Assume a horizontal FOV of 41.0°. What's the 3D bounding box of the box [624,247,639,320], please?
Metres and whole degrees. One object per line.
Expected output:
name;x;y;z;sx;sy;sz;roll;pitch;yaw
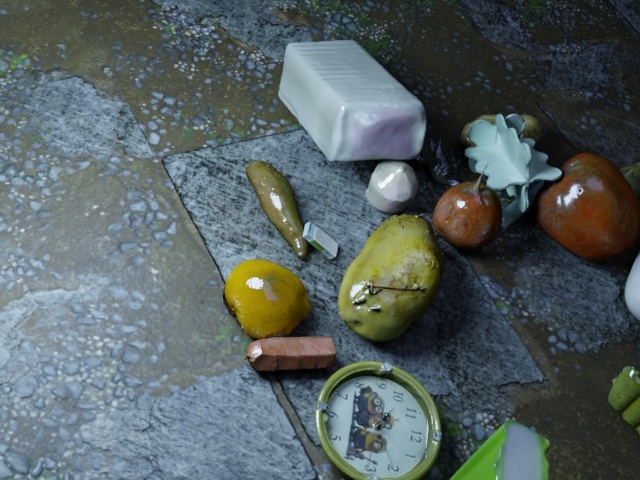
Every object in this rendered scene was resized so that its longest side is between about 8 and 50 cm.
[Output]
box;0.829;0.090;1.869;0.289;0.141;0.349;32;51;8

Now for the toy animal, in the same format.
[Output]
toy animal;0.266;-0.167;1.931;0.105;0.070;0.202;-45;81;7

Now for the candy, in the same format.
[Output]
candy;0.063;-0.306;1.864;0.208;0.145;0.358;-6;36;-22

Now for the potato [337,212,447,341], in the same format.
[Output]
potato;0.150;0.065;1.669;0.173;0.140;0.300;27;51;12

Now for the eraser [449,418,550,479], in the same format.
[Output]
eraser;0.264;0.427;1.346;0.092;0.274;0.210;19;50;-2

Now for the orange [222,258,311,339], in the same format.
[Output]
orange;-0.100;0.102;1.588;0.170;0.112;0.160;7;52;2

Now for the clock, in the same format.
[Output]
clock;0.098;0.328;1.509;0.237;0.057;0.237;8;54;-11

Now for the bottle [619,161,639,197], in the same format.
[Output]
bottle;0.747;-0.145;2.058;0.083;0.083;0.270;43;52;16

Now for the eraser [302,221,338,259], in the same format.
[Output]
eraser;0.000;0.000;1.722;0.083;0.019;0.038;39;44;-28

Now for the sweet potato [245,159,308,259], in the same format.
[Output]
sweet potato;-0.078;-0.072;1.743;0.077;0.077;0.243;-16;59;-28

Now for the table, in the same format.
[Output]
table;0.421;-0.172;1.885;0.167;0.166;0.198;4;31;-15

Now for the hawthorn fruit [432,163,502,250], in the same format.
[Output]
hawthorn fruit;0.307;-0.058;1.798;0.149;0.189;0.149;-6;63;12

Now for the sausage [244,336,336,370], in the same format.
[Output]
sausage;-0.061;0.206;1.547;0.169;0.065;0.065;1;54;-18

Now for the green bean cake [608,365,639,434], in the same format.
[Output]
green bean cake;0.706;0.306;1.677;0.236;0.124;0.233;-27;67;-32

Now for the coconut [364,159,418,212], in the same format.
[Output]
coconut;0.151;-0.121;1.820;0.110;0.124;0.110;9;54;-13

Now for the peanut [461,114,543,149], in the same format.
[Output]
peanut;0.436;-0.250;2.031;0.230;0.098;0.103;-2;86;-23

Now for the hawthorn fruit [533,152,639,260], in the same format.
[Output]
hawthorn fruit;0.608;-0.058;1.882;0.262;0.210;0.210;39;50;-11

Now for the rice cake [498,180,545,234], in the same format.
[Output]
rice cake;0.468;-0.085;1.947;0.245;0.045;0.042;-32;68;-34
